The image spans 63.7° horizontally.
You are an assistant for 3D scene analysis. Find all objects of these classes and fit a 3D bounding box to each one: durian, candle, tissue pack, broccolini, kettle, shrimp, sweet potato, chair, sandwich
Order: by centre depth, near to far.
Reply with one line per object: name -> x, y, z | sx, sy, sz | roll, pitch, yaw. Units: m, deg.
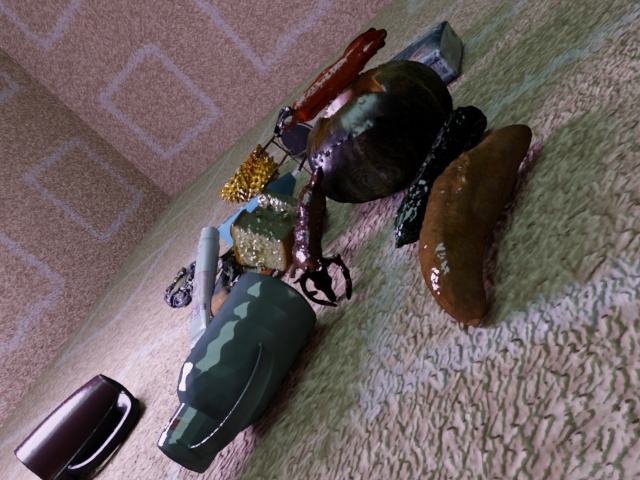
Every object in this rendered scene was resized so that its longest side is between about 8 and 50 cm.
sweet potato -> 0.193, -0.041, 0.674 | 0.114, 0.092, 0.341 | 4, 48, 33
candle -> 0.018, -0.311, 1.015 | 0.302, 0.059, 0.084 | -43, 7, -1
sandwich -> -0.081, -0.045, 1.130 | 0.128, 0.122, 0.235 | 91, -156, -44
kettle -> -0.520, 0.416, 1.138 | 0.202, 0.144, 0.232 | 13, 56, 44
shrimp -> -0.174, 0.075, 1.213 | 0.222, 0.054, 0.290 | -43, 23, 10
tissue pack -> 0.206, -0.409, 1.328 | 0.316, 0.103, 0.228 | -29, 24, 36
broccolini -> -0.292, 0.081, 1.374 | 0.201, 0.074, 0.058 | -48, -1, 28
chair -> -0.040, -0.270, 1.424 | 0.159, 0.170, 0.325 | 85, -155, -54
durian -> -0.235, -0.191, 1.729 | 0.250, 0.138, 0.183 | -33, 24, 48

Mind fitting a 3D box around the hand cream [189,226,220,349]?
hand cream -> -0.285, 0.108, 1.284 | 0.085, 0.058, 0.331 | -38, 42, 36

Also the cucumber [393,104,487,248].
cucumber -> 0.191, -0.103, 0.823 | 0.072, 0.072, 0.300 | -16, 37, 54

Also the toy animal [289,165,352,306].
toy animal -> -0.019, 0.003, 0.902 | 0.087, 0.243, 0.260 | -7, -10, -9

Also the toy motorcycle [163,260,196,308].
toy motorcycle -> -0.426, 0.143, 1.571 | 0.124, 0.061, 0.193 | -29, 33, 22

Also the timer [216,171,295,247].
timer -> -0.179, -0.096, 1.568 | 0.232, 0.091, 0.250 | -37, 10, 25

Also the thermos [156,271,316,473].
thermos -> -0.119, 0.193, 0.756 | 0.182, 0.145, 0.286 | -21, 33, 53

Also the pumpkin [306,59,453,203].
pumpkin -> 0.112, -0.215, 1.009 | 0.320, 0.192, 0.320 | -41, 19, 17

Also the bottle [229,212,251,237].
bottle -> -0.179, -0.019, 1.354 | 0.209, 0.097, 0.110 | 0, 73, 65
